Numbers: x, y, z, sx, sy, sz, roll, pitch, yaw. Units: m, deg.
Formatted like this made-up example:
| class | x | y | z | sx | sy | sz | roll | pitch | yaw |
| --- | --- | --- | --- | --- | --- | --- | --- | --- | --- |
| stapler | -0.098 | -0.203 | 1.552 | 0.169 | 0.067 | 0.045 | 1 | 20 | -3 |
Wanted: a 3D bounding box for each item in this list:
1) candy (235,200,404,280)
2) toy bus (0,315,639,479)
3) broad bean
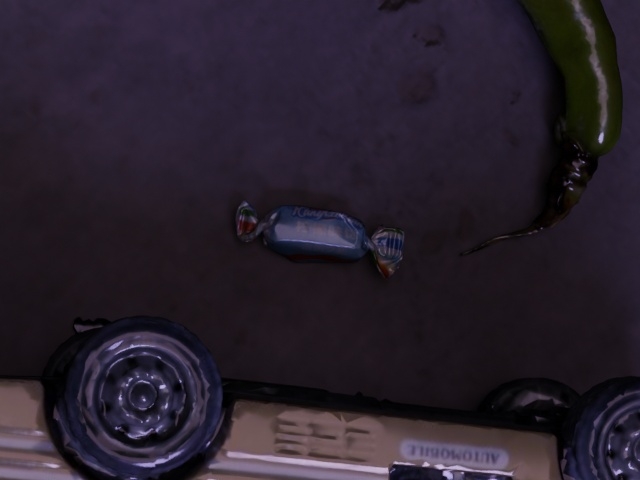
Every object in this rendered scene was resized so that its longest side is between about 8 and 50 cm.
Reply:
| class | x | y | z | sx | sy | sz | roll | pitch | yaw |
| --- | --- | --- | --- | --- | --- | --- | --- | --- | --- |
| candy | 0.000 | 0.001 | 0.913 | 0.083 | 0.020 | 0.030 | 8 | 80 | -12 |
| toy bus | 0.004 | 0.143 | 0.821 | 0.365 | 0.177 | 0.202 | 7 | 85 | -10 |
| broad bean | 0.079 | -0.159 | 0.936 | 0.098 | 0.056 | 0.318 | -14 | 89 | -16 |
